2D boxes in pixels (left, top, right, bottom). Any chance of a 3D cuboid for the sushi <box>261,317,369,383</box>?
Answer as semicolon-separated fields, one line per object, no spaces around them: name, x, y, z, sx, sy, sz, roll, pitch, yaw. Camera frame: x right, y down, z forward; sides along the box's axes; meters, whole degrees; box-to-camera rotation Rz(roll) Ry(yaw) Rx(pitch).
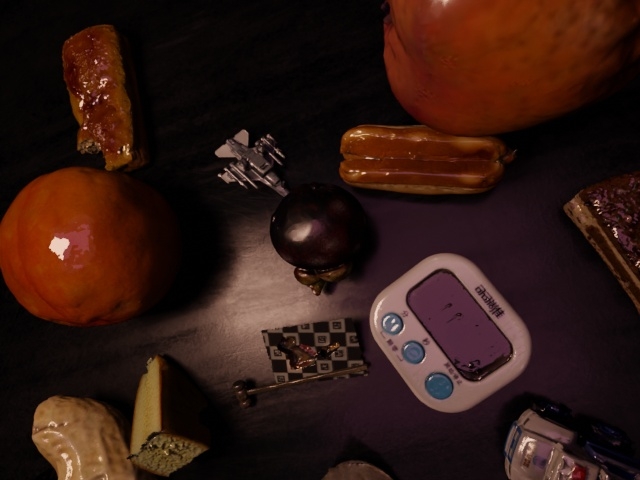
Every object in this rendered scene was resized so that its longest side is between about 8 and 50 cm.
sushi;-0.009;0.225;0.892;0.201;0.031;0.139;-10;105;12

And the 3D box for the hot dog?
hot dog;0.204;-0.158;0.851;0.338;0.100;0.135;5;93;17

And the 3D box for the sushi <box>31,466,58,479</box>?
sushi;-0.636;0.612;0.974;0.213;0.115;0.147;-31;80;8

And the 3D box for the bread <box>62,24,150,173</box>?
bread;-0.543;-0.340;1.071;0.186;0.109;0.379;-16;81;12

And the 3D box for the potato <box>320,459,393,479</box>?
potato;0.037;0.649;0.735;0.397;0.290;0.295;55;128;33

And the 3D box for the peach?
peach;-0.463;0.026;0.895;0.344;0.342;0.301;-6;64;14

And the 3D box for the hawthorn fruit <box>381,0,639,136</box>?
hawthorn fruit;0.309;-0.393;0.675;0.473;0.472;0.470;-2;83;15

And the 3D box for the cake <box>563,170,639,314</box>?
cake;0.552;-0.003;0.729;0.135;0.112;0.245;-31;76;7

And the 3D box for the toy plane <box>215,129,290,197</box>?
toy plane;-0.133;-0.163;0.953;0.234;0.082;0.160;38;67;16

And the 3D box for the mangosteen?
mangosteen;0.000;0.000;0.853;0.195;0.194;0.230;-6;109;15

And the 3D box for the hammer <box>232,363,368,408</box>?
hammer;-0.042;0.292;0.890;0.293;0.029;0.058;-16;106;12

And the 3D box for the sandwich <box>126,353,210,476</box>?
sandwich;-0.327;0.362;0.921;0.122;0.128;0.235;-42;32;7

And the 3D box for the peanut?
peanut;-0.475;0.475;0.926;0.174;0.158;0.339;-24;70;-28

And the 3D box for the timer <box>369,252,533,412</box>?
timer;0.237;0.169;0.805;0.237;0.087;0.262;-38;76;8

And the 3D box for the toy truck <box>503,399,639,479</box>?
toy truck;0.414;0.371;0.686;0.214;0.177;0.160;18;89;16
